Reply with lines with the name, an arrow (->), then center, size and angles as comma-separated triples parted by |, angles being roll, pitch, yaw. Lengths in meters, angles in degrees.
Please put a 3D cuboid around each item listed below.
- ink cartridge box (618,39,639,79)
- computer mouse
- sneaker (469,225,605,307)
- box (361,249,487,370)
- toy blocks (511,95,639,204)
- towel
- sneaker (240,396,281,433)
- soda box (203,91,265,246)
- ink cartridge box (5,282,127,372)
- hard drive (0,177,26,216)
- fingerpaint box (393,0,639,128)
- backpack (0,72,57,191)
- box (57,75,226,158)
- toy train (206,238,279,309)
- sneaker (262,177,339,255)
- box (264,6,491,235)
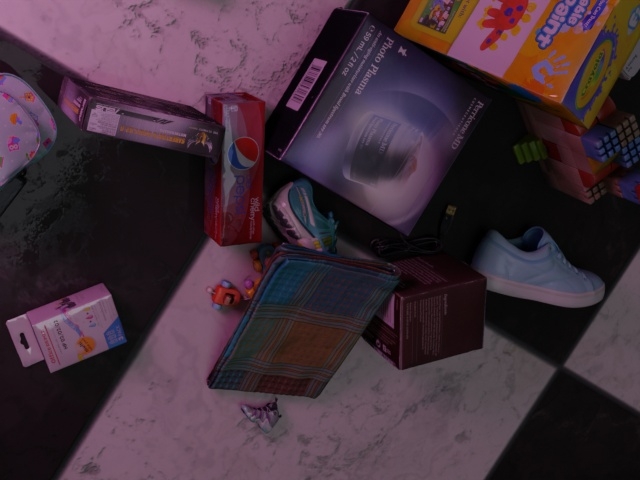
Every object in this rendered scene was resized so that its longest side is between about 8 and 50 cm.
ink cartridge box -> 0.567, -0.419, 1.892 | 0.093, 0.212, 0.154 | 36, 91, -33
computer mouse -> 0.210, -0.080, 1.931 | 0.184, 0.060, 0.262 | 2, 109, -27
sneaker -> 0.498, 0.052, 2.089 | 0.366, 0.135, 0.150 | 8, 109, -31
box -> 0.208, 0.139, 1.951 | 0.203, 0.168, 0.167 | -11, 114, -23
toy blocks -> 0.535, -0.213, 1.928 | 0.191, 0.261, 0.381 | -36, 121, -11
towel -> -0.034, 0.170, 1.839 | 0.271, 0.040, 0.370 | 11, 126, -29
sneaker -> -0.115, 0.344, 1.944 | 0.069, 0.038, 0.098 | -46, 132, -6
soda box -> -0.155, -0.127, 1.703 | 0.083, 0.092, 0.263 | -7, 112, -26
ink cartridge box -> -0.447, 0.161, 1.682 | 0.181, 0.061, 0.104 | -22, 118, -18
hard drive -> -0.561, -0.096, 1.545 | 0.135, 0.022, 0.094 | 38, 89, -33
fingerpaint box -> 0.404, -0.475, 1.677 | 0.163, 0.371, 0.445 | 21, 98, -56
backpack -> -0.506, -0.166, 1.466 | 0.188, 0.144, 0.166 | -49, 113, -30
box -> -0.293, -0.201, 1.549 | 0.231, 0.183, 0.056 | 10, 103, -31
toy train -> -0.135, 0.069, 1.818 | 0.125, 0.046, 0.166 | 22, 99, -32
sneaker -> 0.000, 0.000, 1.834 | 0.110, 0.107, 0.275 | -45, 126, -20
box -> 0.095, -0.215, 1.722 | 0.294, 0.183, 0.296 | 29, 95, -24
